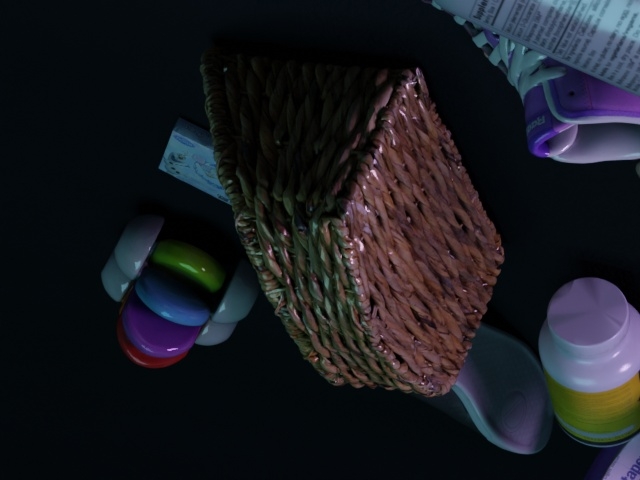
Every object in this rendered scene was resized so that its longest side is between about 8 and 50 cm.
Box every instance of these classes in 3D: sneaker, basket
[{"bbox_3d":[0.116,0.128,1.965,0.147,0.104,0.296,2,153,47],"label":"sneaker"},{"bbox_3d":[0.142,-0.148,1.363,0.282,0.161,0.102,20,155,13],"label":"sneaker"},{"bbox_3d":[0.000,0.000,1.703,0.223,0.213,0.299,9,150,29],"label":"basket"}]

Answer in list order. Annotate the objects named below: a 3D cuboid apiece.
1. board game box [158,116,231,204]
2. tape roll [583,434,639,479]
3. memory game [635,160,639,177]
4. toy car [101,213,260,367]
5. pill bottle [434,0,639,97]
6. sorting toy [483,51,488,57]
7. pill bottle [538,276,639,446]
[{"bbox_3d":[-0.109,-0.076,1.878,0.090,0.020,0.090,27,155,-3],"label":"board game box"},{"bbox_3d":[0.336,0.264,1.833,0.090,0.275,0.275,31,154,-12],"label":"tape roll"},{"bbox_3d":[0.292,-0.078,1.494,0.186,0.012,0.186,31,157,15],"label":"memory game"},{"bbox_3d":[-0.164,0.068,2.064,0.159,0.136,0.182,28,154,-6],"label":"toy car"},{"bbox_3d":[0.166,-0.199,1.243,0.283,0.160,0.160,25,154,2],"label":"pill bottle"},{"bbox_3d":[0.169,-0.152,1.498,0.083,0.012,0.062,23,150,12],"label":"sorting toy"},{"bbox_3d":[0.261,0.113,1.812,0.103,0.103,0.184,14,153,22],"label":"pill bottle"}]
